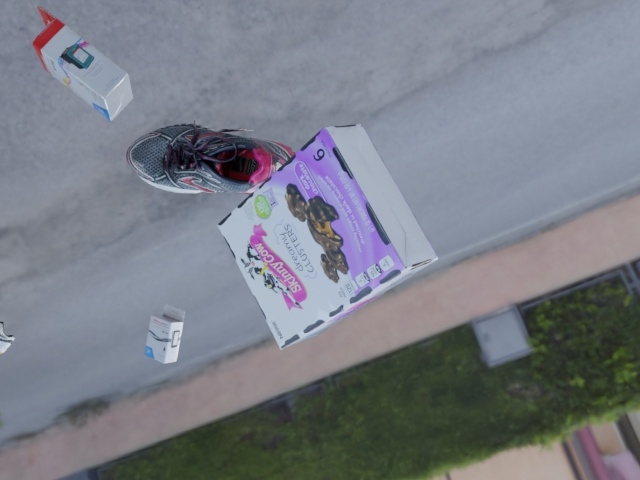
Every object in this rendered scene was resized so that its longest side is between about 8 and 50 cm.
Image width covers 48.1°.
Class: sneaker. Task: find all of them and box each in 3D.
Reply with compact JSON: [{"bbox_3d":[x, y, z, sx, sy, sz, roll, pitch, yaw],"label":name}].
[{"bbox_3d":[-0.489,0.128,1.059,0.037,0.083,0.032,-47,-156,-23],"label":"sneaker"},{"bbox_3d":[-0.183,-0.135,1.146,0.299,0.120,0.112,5,-179,22],"label":"sneaker"}]

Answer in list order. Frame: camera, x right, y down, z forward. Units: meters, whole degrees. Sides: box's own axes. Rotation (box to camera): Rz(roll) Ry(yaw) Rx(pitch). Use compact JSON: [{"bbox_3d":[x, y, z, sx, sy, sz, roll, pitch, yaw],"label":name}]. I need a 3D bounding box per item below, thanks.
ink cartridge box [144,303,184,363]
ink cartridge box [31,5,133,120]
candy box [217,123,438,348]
[{"bbox_3d":[-0.246,0.146,1.134,0.048,0.083,0.028,14,-174,33],"label":"ink cartridge box"},{"bbox_3d":[-0.509,-0.366,1.495,0.078,0.231,0.134,-53,-179,-15],"label":"ink cartridge box"},{"bbox_3d":[0.000,0.000,0.769,0.196,0.164,0.070,-38,166,37],"label":"candy box"}]
